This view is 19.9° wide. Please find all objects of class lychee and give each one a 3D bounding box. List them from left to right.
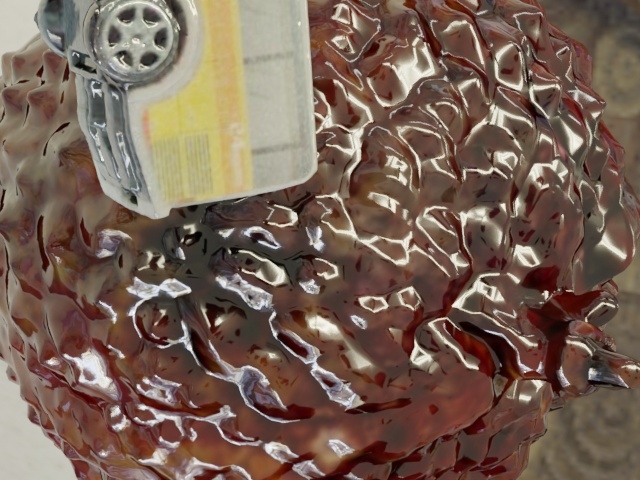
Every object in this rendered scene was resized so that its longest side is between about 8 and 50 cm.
[{"bbox_3d":[0.000,0.000,1.146,0.425,0.500,0.424,-24,130,-32],"label":"lychee"}]

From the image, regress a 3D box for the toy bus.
[{"bbox_3d":[-0.061,-0.147,0.737,0.106,0.092,0.268,-10,104,-23],"label":"toy bus"}]
